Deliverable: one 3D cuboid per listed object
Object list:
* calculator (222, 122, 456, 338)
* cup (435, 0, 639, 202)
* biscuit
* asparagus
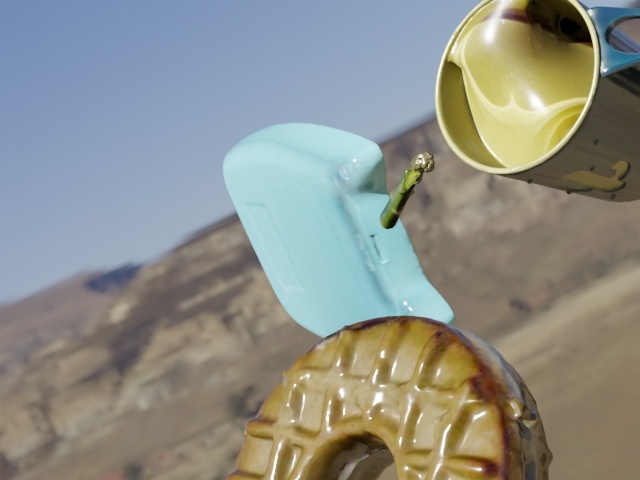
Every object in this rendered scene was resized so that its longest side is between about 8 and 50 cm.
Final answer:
[{"bbox_3d":[0.000,0.000,2.049,0.054,0.256,0.386,-28,12,-19],"label":"calculator"},{"bbox_3d":[0.192,-0.100,1.354,0.176,0.131,0.155,-21,-24,33],"label":"cup"},{"bbox_3d":[0.045,0.219,1.594,0.103,0.332,0.332,22,-36,-40],"label":"biscuit"},{"bbox_3d":[0.057,-0.033,1.327,0.018,0.015,0.127,-38,-8,-18],"label":"asparagus"}]
